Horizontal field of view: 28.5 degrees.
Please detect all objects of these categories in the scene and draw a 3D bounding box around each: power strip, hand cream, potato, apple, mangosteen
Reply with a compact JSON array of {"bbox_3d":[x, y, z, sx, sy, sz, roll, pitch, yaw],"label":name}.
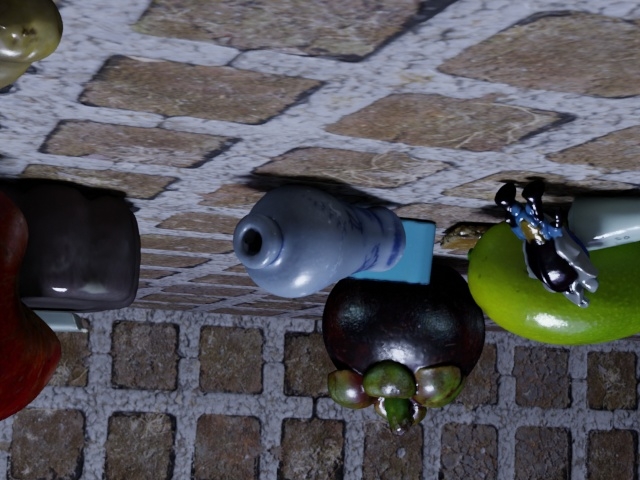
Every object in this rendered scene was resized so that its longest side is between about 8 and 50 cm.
[{"bbox_3d":[-0.448,0.110,1.742,0.252,0.027,0.060,2,173,-1],"label":"power strip"},{"bbox_3d":[0.456,-0.031,1.504,0.320,0.067,0.109,-4,178,18],"label":"hand cream"},{"bbox_3d":[-0.222,-0.141,0.832,0.091,0.070,0.138,9,168,-34],"label":"potato"},{"bbox_3d":[-0.495,0.057,1.505,0.365,0.329,0.295,15,-176,15],"label":"apple"},{"bbox_3d":[0.149,0.176,2.219,0.300,0.300,0.300,2,172,0],"label":"mangosteen"}]

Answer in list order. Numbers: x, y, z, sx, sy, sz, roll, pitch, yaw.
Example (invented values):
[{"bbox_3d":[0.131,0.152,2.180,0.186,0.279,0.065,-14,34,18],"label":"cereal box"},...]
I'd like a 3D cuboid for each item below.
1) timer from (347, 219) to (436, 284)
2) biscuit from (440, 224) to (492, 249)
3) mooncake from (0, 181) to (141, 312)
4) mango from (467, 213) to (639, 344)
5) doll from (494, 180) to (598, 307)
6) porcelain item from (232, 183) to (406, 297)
[{"bbox_3d":[0.022,0.000,1.858,0.232,0.091,0.250,5,-177,-25],"label":"timer"},{"bbox_3d":[0.302,-0.001,1.849,0.237,0.026,0.131,2,174,-6],"label":"biscuit"},{"bbox_3d":[-0.378,0.016,1.696,0.306,0.154,0.306,3,173,0],"label":"mooncake"},{"bbox_3d":[0.364,0.050,1.649,0.343,0.192,0.156,-1,131,5],"label":"mango"},{"bbox_3d":[0.276,0.012,1.507,0.096,0.070,0.195,-2,132,45],"label":"doll"},{"bbox_3d":[0.000,0.000,1.578,0.141,0.141,0.259,-5,178,40],"label":"porcelain item"}]
